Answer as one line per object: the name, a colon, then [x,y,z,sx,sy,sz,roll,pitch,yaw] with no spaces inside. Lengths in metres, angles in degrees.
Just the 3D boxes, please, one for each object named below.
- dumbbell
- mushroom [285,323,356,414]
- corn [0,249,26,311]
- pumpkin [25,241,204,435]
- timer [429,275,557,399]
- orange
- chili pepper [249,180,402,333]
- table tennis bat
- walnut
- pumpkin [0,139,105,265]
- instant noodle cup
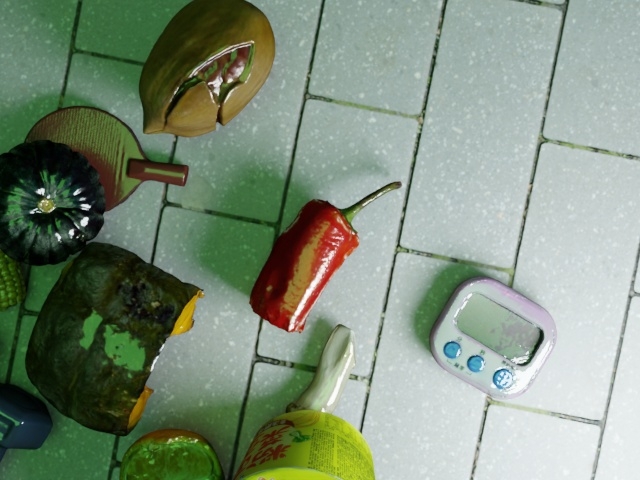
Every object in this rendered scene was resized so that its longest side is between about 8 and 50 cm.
dumbbell: [-0.622,0.419,1.665,0.144,0.160,0.324,29,91,-31]
mushroom: [0.010,0.255,1.696,0.084,0.071,0.209,25,88,29]
corn: [-0.621,-0.023,1.676,0.115,0.115,0.317,-16,92,1]
pumpkin: [-0.360,0.175,1.605,0.226,0.256,0.303,22,76,3]
timer: [0.314,0.177,1.689,0.209,0.069,0.190,31,91,1]
orange: [-0.258,0.449,1.653,0.179,0.158,0.237,-14,91,-3]
chili pepper: [-0.003,-0.002,1.658,0.131,0.134,0.338,33,93,13]
table tennis bat: [-0.400,-0.142,1.705,0.310,0.038,0.200,9,93,1]
walnut: [-0.208,-0.297,1.630,0.203,0.203,0.298,43,92,0]
pumpkin: [-0.484,-0.065,1.611,0.221,0.162,0.220,-3,97,-21]
instant noodle cup: [-0.030,0.451,1.587,0.311,0.221,0.311,2,113,5]
